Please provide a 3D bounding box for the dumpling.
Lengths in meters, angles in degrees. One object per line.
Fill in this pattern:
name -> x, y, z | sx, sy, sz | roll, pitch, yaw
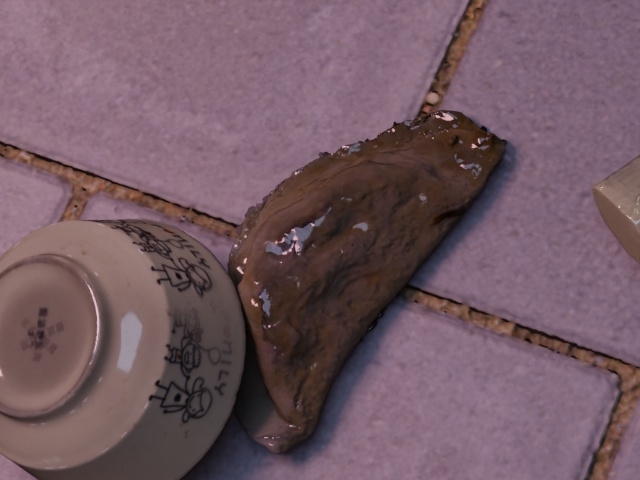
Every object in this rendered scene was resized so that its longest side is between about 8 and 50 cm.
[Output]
dumpling -> 0.002, 0.000, 1.619 | 0.166, 0.086, 0.332 | 31, 72, 17

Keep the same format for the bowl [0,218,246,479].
bowl -> -0.189, 0.086, 1.559 | 0.237, 0.126, 0.238 | -7, 75, 27

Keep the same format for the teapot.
teapot -> 0.314, -0.073, 1.600 | 0.200, 0.077, 0.107 | -34, 47, -4
